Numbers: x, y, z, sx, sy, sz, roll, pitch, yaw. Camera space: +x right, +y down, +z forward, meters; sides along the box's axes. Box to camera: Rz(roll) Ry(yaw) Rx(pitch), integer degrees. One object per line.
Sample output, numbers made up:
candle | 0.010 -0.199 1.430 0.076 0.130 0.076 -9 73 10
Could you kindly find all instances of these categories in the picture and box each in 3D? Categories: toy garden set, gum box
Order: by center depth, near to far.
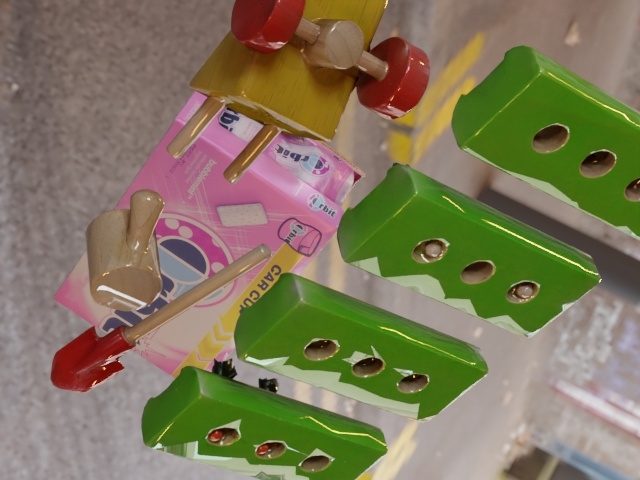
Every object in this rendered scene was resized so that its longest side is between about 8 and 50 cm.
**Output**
toy garden set | 0.000 0.000 0.554 0.204 0.049 0.244 23 127 -35
gum box | -0.066 -0.005 0.819 0.188 0.107 0.062 -49 -170 41
